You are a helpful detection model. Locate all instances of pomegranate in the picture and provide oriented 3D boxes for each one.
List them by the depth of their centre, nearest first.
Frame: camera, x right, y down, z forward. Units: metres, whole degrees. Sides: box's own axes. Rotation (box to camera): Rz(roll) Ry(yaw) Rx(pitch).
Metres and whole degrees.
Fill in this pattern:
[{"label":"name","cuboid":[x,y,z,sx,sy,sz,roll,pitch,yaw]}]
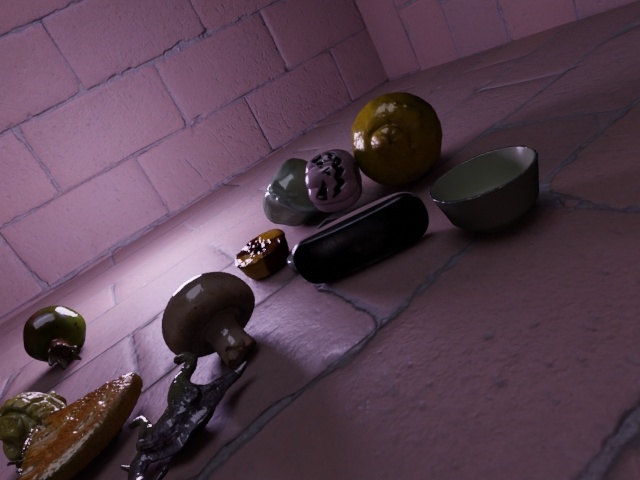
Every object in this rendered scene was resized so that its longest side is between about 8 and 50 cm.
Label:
[{"label":"pomegranate","cuboid":[-0.816,0.305,1.407,0.181,0.182,0.224,-37,37,-21]}]

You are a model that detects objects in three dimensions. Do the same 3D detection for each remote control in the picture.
[{"label":"remote control","cuboid":[0.000,0.000,1.217,0.087,0.047,0.244,-11,27,47]}]

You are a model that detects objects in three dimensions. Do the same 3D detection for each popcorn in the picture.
[{"label":"popcorn","cuboid":[-0.626,0.389,0.993,0.141,0.136,0.162,-26,21,30]}]

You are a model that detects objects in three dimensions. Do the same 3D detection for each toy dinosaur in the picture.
[{"label":"toy dinosaur","cuboid":[-0.250,0.311,0.776,0.162,0.077,0.294,-2,48,44]}]

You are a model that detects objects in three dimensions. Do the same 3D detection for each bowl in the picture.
[{"label":"bowl","cuboid":[0.330,-0.087,0.892,0.211,0.112,0.211,-24,21,10]}]

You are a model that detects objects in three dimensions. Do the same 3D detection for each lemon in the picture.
[{"label":"lemon","cuboid":[0.220,-0.293,1.325,0.285,0.286,0.316,-31,-2,-7]}]

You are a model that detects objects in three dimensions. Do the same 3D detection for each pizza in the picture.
[{"label":"pizza","cuboid":[-0.483,0.384,0.885,0.228,0.082,0.290,-11,25,26]}]

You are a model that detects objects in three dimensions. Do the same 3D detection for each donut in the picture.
[{"label":"donut","cuboid":[-0.160,0.042,1.289,0.166,0.073,0.184,-31,21,-7]}]

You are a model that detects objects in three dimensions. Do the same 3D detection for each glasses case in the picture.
[{"label":"glasses case","cuboid":[0.087,-0.003,0.998,0.314,0.122,0.075,-27,25,8]}]

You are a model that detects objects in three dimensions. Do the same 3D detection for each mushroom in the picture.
[{"label":"mushroom","cuboid":[-0.215,0.173,0.938,0.204,0.204,0.204,-25,20,10]}]

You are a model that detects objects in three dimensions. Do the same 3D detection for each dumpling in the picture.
[{"label":"dumpling","cuboid":[-0.069,-0.161,1.459,0.269,0.212,0.321,-13,37,29]}]

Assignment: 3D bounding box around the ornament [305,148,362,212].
[{"label":"ornament","cuboid":[0.030,-0.166,1.279,0.177,0.178,0.177,-25,20,10]}]
